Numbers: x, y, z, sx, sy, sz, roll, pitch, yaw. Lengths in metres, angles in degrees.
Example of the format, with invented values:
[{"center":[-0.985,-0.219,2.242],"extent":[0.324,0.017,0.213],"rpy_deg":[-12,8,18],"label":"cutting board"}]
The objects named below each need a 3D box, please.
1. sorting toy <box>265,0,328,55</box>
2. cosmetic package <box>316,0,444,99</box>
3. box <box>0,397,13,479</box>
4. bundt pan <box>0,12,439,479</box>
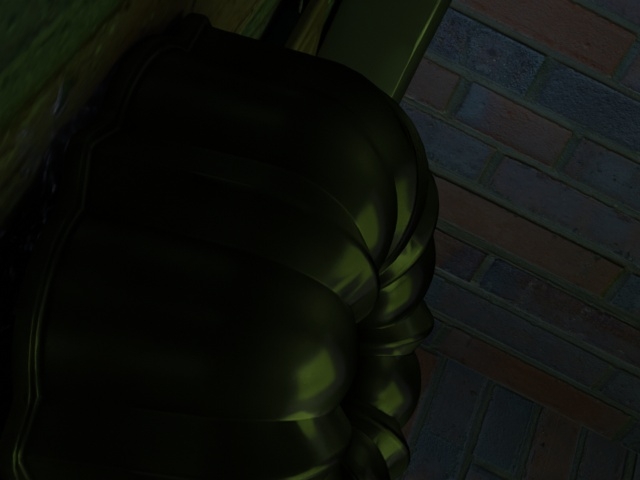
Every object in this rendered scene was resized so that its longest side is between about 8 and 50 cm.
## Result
[{"center":[-0.049,-0.089,0.889],"extent":[0.193,0.038,0.208],"rpy_deg":[111,2,-73],"label":"sorting toy"},{"center":[0.077,-0.235,1.299],"extent":[0.377,0.097,0.284],"rpy_deg":[-58,173,-68],"label":"cosmetic package"},{"center":[-0.138,0.161,0.754],"extent":[0.293,0.073,0.295],"rpy_deg":[-64,169,12],"label":"box"},{"center":[-0.021,0.060,0.579],"extent":[0.331,0.124,0.331],"rpy_deg":[10,90,-75],"label":"bundt pan"}]
